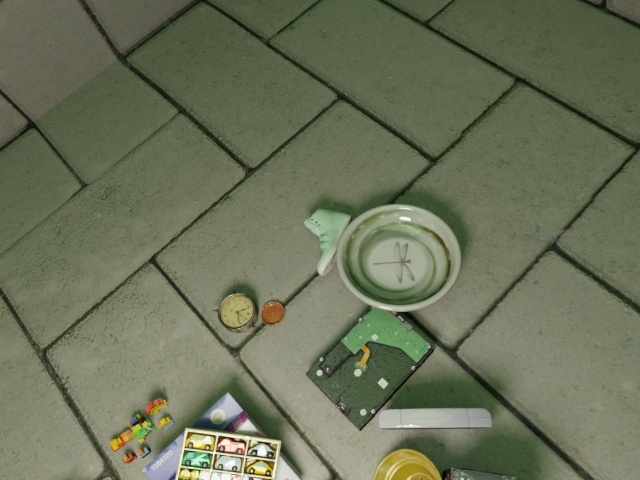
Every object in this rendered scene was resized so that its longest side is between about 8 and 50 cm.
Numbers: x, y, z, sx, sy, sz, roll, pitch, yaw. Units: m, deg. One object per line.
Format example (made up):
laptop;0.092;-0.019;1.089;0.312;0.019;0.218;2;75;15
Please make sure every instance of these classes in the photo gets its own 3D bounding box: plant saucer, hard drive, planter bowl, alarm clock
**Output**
plant saucer;-0.161;0.248;1.684;0.083;0.013;0.083;-4;63;8
hard drive;0.154;0.377;1.540;0.237;0.064;0.339;40;77;24
planter bowl;0.251;0.683;1.341;0.217;0.090;0.217;-21;54;31
plant saucer;0.253;0.065;1.640;0.400;0.100;0.400;-3;57;5
alarm clock;-0.262;0.256;1.670;0.192;0.064;0.129;37;75;26

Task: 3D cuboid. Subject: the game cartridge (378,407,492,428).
game cartridge;0.312;0.495;1.380;0.297;0.198;0.062;-3;64;8

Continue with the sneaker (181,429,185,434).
sneaker;-0.314;0.637;1.479;0.235;0.095;0.090;24;69;17

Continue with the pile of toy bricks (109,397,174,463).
pile of toy bricks;-0.560;0.591;1.536;0.212;0.105;0.118;-38;64;-9

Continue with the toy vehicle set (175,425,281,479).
toy vehicle set;-0.253;0.615;1.366;0.266;0.035;0.166;9;80;-4

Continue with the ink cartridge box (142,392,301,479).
ink cartridge box;-0.279;0.668;1.406;0.324;0.071;0.330;-42;90;-10

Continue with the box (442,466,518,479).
box;0.397;0.660;1.256;0.163;0.247;0.142;3;65;11

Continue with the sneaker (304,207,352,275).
sneaker;0.000;0.000;1.730;0.151;0.094;0.256;17;59;11
